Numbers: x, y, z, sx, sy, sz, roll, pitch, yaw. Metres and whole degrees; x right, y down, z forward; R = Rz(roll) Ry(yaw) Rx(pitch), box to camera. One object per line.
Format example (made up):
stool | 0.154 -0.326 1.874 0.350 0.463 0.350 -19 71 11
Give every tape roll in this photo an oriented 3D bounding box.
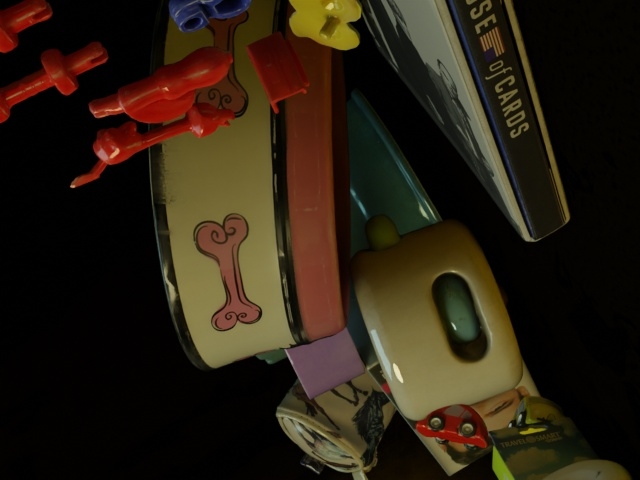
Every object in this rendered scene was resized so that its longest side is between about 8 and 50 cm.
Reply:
tape roll | -0.019 0.100 1.126 0.189 0.080 0.189 64 175 10

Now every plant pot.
plant pot | 0.000 0.000 1.354 0.341 0.334 0.341 58 -176 -7

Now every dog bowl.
dog bowl | -0.050 -0.074 0.900 0.408 0.150 0.408 -2 -90 -86

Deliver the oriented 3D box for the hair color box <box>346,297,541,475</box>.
hair color box | 0.186 0.180 1.260 0.374 0.185 0.113 55 -176 -48

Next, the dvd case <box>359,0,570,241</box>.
dvd case | 0.033 -0.125 0.385 0.179 0.030 0.238 62 -176 39

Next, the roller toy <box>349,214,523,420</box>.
roller toy | 0.126 0.081 0.925 0.191 0.146 0.209 -105 -6 -47

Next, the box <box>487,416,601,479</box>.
box | 0.261 0.268 0.955 0.178 0.109 0.042 -115 20 -61

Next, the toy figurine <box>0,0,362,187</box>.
toy figurine | -0.125 -0.195 0.384 0.362 0.191 0.217 51 -166 -73

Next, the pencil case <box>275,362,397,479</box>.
pencil case | 0.101 0.195 1.459 0.183 0.410 0.160 49 148 -16

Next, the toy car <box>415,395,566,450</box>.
toy car | 0.276 0.265 1.170 0.225 0.239 0.053 33 -119 -27

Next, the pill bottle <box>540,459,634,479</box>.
pill bottle | 0.278 0.323 0.806 0.221 0.121 0.121 59 -177 -6
